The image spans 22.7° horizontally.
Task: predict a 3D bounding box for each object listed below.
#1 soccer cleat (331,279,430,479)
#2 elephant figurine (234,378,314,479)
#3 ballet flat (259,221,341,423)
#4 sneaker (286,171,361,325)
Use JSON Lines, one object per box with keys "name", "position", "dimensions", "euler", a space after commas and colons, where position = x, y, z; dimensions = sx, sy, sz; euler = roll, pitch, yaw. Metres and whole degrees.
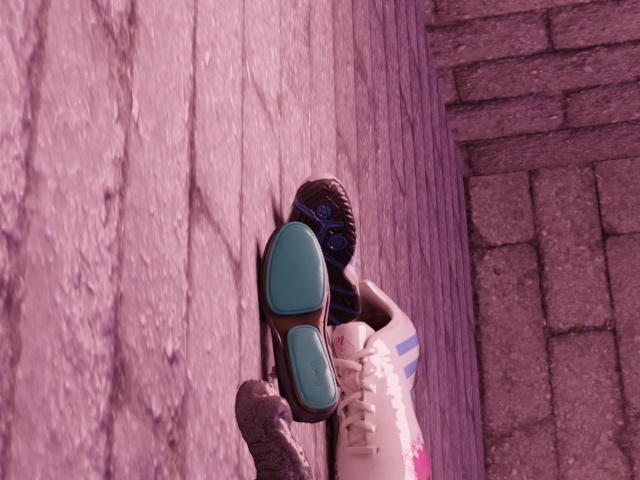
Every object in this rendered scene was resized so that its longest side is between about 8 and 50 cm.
{"name": "soccer cleat", "position": [0.050, 0.182, 1.817], "dimensions": [0.143, 0.116, 0.331], "euler": [57, 21, -34]}
{"name": "elephant figurine", "position": [-0.033, 0.259, 1.152], "dimensions": [0.186, 0.239, 0.169], "euler": [-38, 160, -35]}
{"name": "ballet flat", "position": [-0.025, 0.084, 1.545], "dimensions": [0.074, 0.074, 0.203], "euler": [61, 18, -66]}
{"name": "sneaker", "position": [0.000, 0.000, 1.721], "dimensions": [0.211, 0.080, 0.081], "euler": [87, -2, -47]}
